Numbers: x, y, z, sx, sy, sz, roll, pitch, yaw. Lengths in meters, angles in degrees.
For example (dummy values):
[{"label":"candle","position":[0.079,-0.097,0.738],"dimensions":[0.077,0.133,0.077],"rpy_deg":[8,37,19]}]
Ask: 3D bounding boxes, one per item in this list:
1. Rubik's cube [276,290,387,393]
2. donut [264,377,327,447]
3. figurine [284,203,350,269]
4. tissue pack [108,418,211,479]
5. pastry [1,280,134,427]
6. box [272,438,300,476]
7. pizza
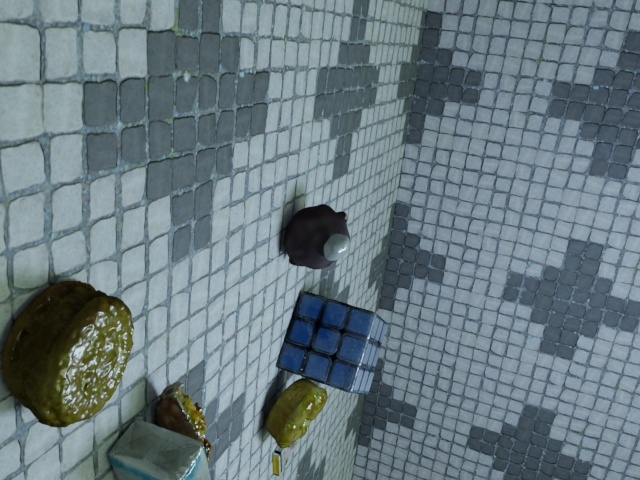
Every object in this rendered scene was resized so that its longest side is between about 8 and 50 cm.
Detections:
[{"label":"Rubik's cube","position":[0.056,0.393,2.201],"dimensions":[0.304,0.301,0.304],"rpy_deg":[43,64,-69]},{"label":"donut","position":[-0.094,0.621,2.115],"dimensions":[0.261,0.128,0.209],"rpy_deg":[-59,157,17]},{"label":"figurine","position":[0.003,0.020,1.966],"dimensions":[0.365,0.218,0.206],"rpy_deg":[59,21,-69]},{"label":"tissue pack","position":[-0.352,0.552,1.328],"dimensions":[0.124,0.202,0.270],"rpy_deg":[-49,146,-46]},{"label":"pastry","position":[-0.413,0.199,1.005],"dimensions":[0.235,0.132,0.240],"rpy_deg":[69,40,-57]},{"label":"box","position":[-0.127,0.828,2.403],"dimensions":[0.247,0.033,0.129],"rpy_deg":[-51,149,-50]},{"label":"pizza","position":[-0.322,0.456,1.400],"dimensions":[0.086,0.161,0.305],"rpy_deg":[-34,138,-46]}]
